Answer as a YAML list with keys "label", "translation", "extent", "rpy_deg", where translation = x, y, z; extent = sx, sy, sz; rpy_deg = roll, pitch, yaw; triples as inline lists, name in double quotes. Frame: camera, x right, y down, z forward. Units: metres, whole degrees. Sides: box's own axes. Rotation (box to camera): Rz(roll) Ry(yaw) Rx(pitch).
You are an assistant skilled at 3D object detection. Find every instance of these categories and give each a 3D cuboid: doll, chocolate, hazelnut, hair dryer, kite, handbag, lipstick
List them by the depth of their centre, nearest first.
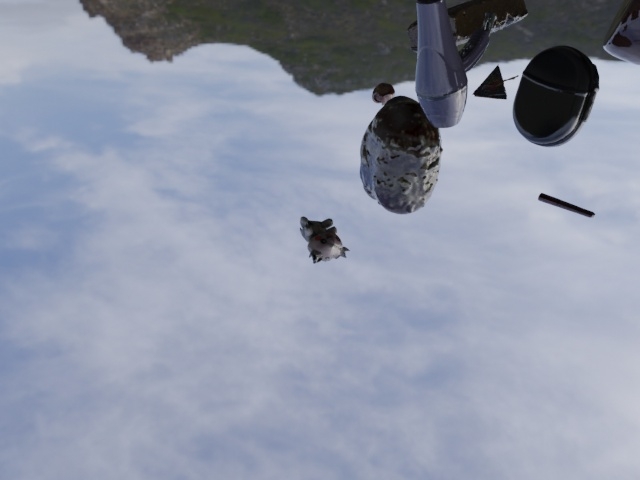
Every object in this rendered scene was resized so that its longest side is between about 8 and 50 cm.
- label: "hair dryer"
  translation: [0.330, -0.472, 1.578]
  extent: [0.121, 0.301, 0.361]
  rpy_deg: [12, -136, 32]
- label: "chocolate"
  translation: [0.244, -0.227, 1.931]
  extent: [0.225, 0.340, 0.210]
  rpy_deg: [3, -150, -14]
- label: "lipstick"
  translation: [0.718, -0.101, 1.949]
  extent: [0.027, 0.027, 0.176]
  rpy_deg: [-19, -147, -34]
- label: "handbag"
  translation: [0.717, -0.439, 2.047]
  extent: [0.093, 0.308, 0.254]
  rpy_deg: [-2, -156, -39]
- label: "doll"
  translation: [0.000, 0.000, 2.178]
  extent: [0.149, 0.095, 0.192]
  rpy_deg: [1, -140, -33]
- label: "hazelnut"
  translation: [0.228, -0.529, 2.412]
  extent: [0.086, 0.086, 0.086]
  rpy_deg: [0, -154, 0]
- label: "kite"
  translation: [0.656, -0.593, 2.514]
  extent: [0.183, 0.014, 0.241]
  rpy_deg: [-17, -139, 26]

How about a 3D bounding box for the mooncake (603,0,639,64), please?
- label: "mooncake"
  translation: [0.974, -0.667, 1.952]
  extent: [0.174, 0.326, 0.334]
  rpy_deg: [28, -113, 11]

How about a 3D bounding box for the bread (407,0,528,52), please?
- label: "bread"
  translation: [0.439, -0.647, 1.965]
  extent: [0.165, 0.113, 0.416]
  rpy_deg: [-2, -158, 47]
